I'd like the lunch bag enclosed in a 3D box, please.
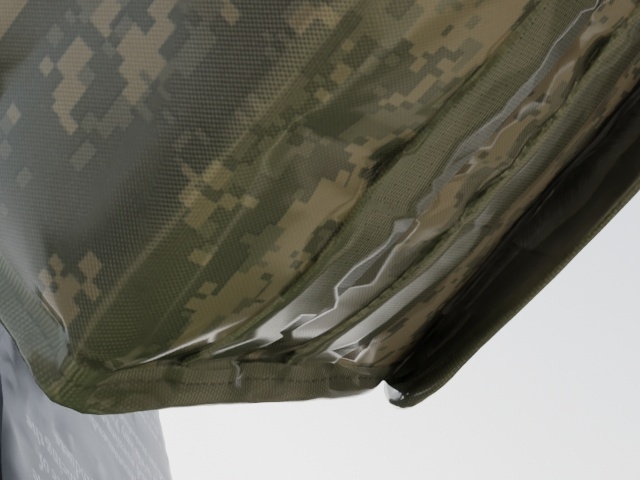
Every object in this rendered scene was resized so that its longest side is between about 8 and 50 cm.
[{"bbox_3d":[0.034,-0.074,0.469,0.235,0.169,0.287,-49,-25,17],"label":"lunch bag"}]

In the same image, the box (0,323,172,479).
[{"bbox_3d":[-0.299,0.243,0.637,0.480,0.471,0.297,-21,-45,2],"label":"box"}]
